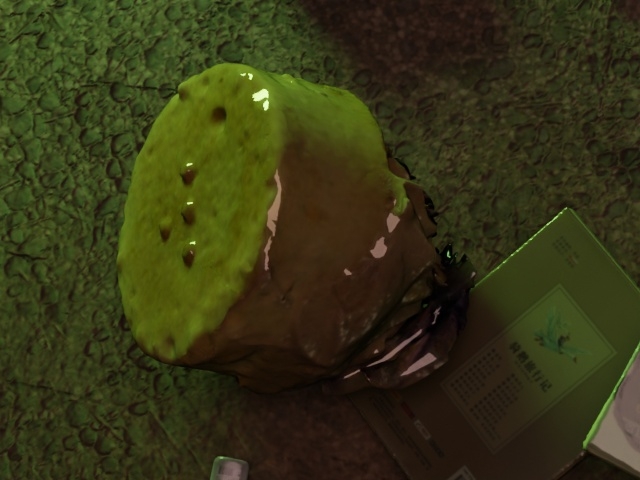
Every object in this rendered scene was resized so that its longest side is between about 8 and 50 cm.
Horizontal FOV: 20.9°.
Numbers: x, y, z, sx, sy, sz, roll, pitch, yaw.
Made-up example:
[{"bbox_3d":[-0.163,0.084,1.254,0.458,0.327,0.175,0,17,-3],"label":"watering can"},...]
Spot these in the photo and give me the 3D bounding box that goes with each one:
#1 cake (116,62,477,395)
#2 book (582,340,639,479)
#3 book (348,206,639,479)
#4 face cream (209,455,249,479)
[{"bbox_3d":[-0.005,0.002,1.791,0.321,0.332,0.332,16,76,-32],"label":"cake"},{"bbox_3d":[0.455,0.104,1.705,0.260,0.043,0.371,27,81,12],"label":"book"},{"bbox_3d":[0.206,0.144,1.800,0.310,0.021,0.217,-40,68,8],"label":"book"},{"bbox_3d":[-0.101,0.272,1.840,0.040,0.021,0.083,11,78,5],"label":"face cream"}]
